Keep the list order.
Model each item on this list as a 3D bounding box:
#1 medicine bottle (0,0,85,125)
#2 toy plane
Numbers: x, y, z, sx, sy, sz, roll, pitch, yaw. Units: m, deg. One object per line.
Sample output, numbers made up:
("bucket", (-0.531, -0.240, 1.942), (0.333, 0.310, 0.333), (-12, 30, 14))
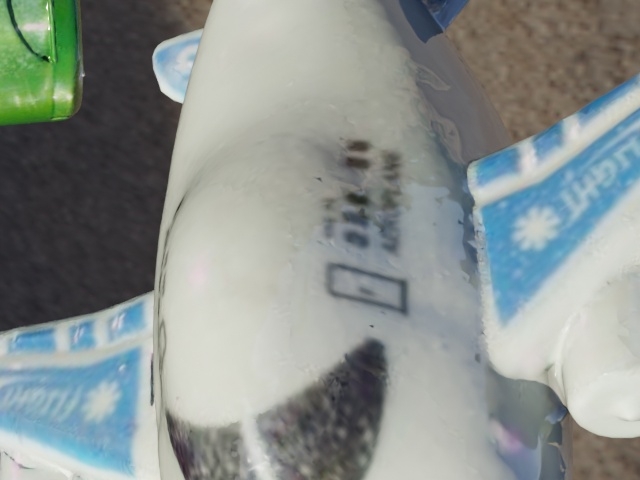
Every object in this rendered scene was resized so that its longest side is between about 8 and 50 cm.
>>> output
("medicine bottle", (-0.233, -0.090, 0.780), (0.274, 0.133, 0.133), (-6, 104, -13))
("toy plane", (0.003, 0.003, 0.553), (0.122, 0.267, 0.267), (39, 79, -47))
